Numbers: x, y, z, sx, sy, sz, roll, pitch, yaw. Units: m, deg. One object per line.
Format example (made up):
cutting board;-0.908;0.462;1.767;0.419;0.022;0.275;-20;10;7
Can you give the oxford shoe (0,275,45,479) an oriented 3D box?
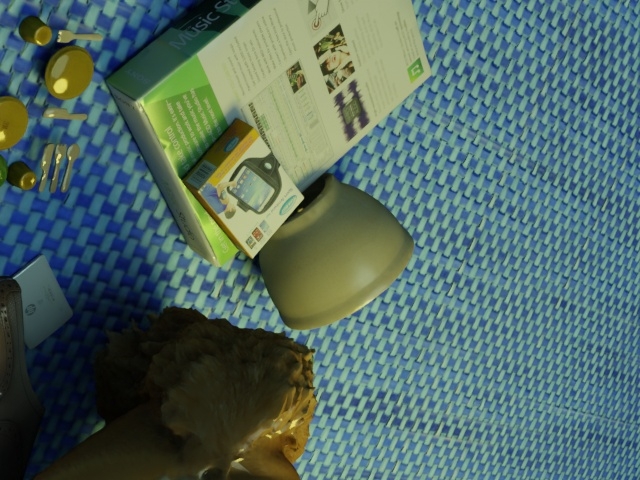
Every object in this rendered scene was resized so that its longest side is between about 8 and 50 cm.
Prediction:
oxford shoe;-0.294;0.202;1.196;0.132;0.130;0.364;-28;132;-44

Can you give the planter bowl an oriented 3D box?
planter bowl;0.000;0.000;1.403;0.162;0.162;0.109;-44;113;-22

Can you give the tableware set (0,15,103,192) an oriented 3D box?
tableware set;-0.244;-0.111;1.145;0.104;0.024;0.154;-2;115;-45

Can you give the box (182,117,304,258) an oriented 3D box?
box;-0.068;-0.043;1.291;0.081;0.028;0.136;-50;139;-11

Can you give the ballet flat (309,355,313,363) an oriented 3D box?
ballet flat;-0.059;0.163;1.491;0.188;0.070;0.070;-11;120;-46

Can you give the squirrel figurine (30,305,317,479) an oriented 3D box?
squirrel figurine;-0.125;0.261;1.260;0.370;0.281;0.397;104;2;-71

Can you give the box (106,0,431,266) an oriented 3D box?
box;-0.037;-0.158;1.318;0.322;0.058;0.232;-44;139;-21

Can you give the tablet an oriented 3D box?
tablet;-0.259;0.057;1.241;0.054;0.006;0.083;-41;138;-24
